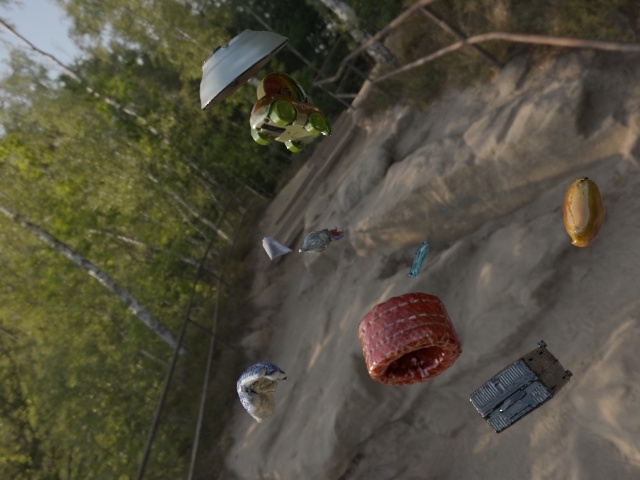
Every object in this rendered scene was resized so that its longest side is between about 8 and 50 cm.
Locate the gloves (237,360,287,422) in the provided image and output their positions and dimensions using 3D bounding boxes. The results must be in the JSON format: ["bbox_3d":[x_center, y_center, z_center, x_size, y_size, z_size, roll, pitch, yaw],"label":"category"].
[{"bbox_3d":[-0.130,0.319,1.088,0.229,0.097,0.119,110,176,-51],"label":"gloves"}]

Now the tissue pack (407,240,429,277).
[{"bbox_3d":[0.350,0.067,1.834,0.085,0.028,0.138,161,128,-82],"label":"tissue pack"}]

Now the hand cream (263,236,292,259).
[{"bbox_3d":[-0.172,0.027,1.901,0.084,0.142,0.053,-24,-53,-21],"label":"hand cream"}]

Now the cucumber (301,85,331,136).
[{"bbox_3d":[-0.033,-0.453,1.740,0.056,0.250,0.056,-33,-9,-6],"label":"cucumber"}]

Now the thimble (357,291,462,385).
[{"bbox_3d":[0.322,0.362,1.853,0.350,0.350,0.230,-53,35,35],"label":"thimble"}]

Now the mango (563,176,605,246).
[{"bbox_3d":[0.471,-0.052,0.910,0.077,0.063,0.127,-56,-40,-75],"label":"mango"}]

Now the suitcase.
[{"bbox_3d":[0.631,0.458,1.613,0.229,0.152,0.335,-48,-27,24],"label":"suitcase"}]

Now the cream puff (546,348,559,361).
[{"bbox_3d":[0.816,0.431,1.850,0.058,0.083,0.083,-38,31,-6],"label":"cream puff"}]

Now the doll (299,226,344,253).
[{"bbox_3d":[0.000,0.000,1.939,0.227,0.102,0.075,-24,-56,-41],"label":"doll"}]

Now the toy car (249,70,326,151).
[{"bbox_3d":[-0.099,-0.398,1.518,0.145,0.235,0.235,-30,23,49],"label":"toy car"}]

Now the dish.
[{"bbox_3d":[-0.236,-0.499,1.426,0.316,0.106,0.316,-35,15,11],"label":"dish"}]
